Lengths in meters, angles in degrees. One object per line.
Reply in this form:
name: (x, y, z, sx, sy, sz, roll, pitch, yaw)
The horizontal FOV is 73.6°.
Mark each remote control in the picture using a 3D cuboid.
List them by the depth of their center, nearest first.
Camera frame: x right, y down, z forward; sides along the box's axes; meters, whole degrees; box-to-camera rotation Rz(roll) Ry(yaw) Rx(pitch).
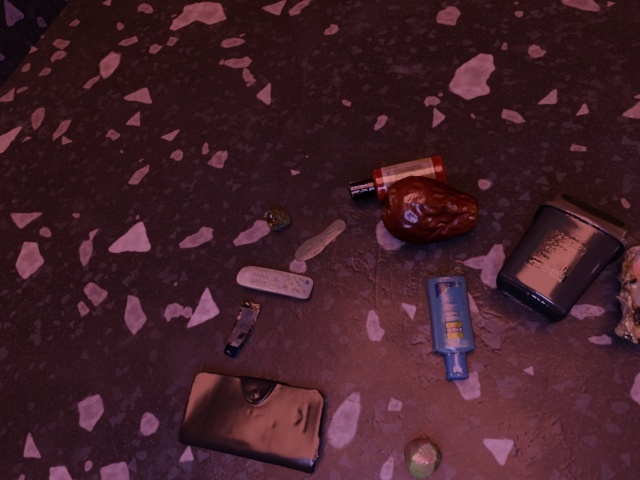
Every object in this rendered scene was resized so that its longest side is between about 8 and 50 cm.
remote control: (-0.136, 0.127, 1.257, 0.229, 0.044, 0.073, 10, 52, 10)

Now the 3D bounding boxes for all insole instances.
insole: (0.000, 0.000, 1.303, 0.188, 0.004, 0.064, -38, 63, -5)

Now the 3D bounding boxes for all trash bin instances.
trash bin: (0.585, 0.035, 1.043, 0.210, 0.182, 0.290, 37, 84, 26)

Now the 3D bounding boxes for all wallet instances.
wallet: (-0.172, 0.455, 1.101, 0.378, 0.051, 0.197, 5, 67, 15)

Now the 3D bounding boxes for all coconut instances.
coconut: (0.232, 0.488, 0.967, 0.082, 0.081, 0.083, 6, 101, 6)

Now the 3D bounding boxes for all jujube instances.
jujube: (0.298, -0.079, 1.169, 0.256, 0.190, 0.189, 4, 65, 4)

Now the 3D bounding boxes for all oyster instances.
oyster: (0.791, 0.103, 1.009, 0.355, 0.107, 0.201, -34, 81, -17)

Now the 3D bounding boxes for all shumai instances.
shumai: (-0.142, -0.074, 1.333, 0.083, 0.080, 0.082, 25, 71, 26)

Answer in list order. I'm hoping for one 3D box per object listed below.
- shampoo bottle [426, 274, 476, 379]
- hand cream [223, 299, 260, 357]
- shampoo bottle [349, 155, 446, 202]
shampoo bottle: (0.332, 0.217, 1.081, 0.104, 0.061, 0.258, -5, 64, 11)
hand cream: (-0.227, 0.252, 1.225, 0.062, 0.039, 0.163, 12, 62, 22)
shampoo bottle: (0.223, -0.173, 1.274, 0.279, 0.104, 0.104, -11, 62, 9)
